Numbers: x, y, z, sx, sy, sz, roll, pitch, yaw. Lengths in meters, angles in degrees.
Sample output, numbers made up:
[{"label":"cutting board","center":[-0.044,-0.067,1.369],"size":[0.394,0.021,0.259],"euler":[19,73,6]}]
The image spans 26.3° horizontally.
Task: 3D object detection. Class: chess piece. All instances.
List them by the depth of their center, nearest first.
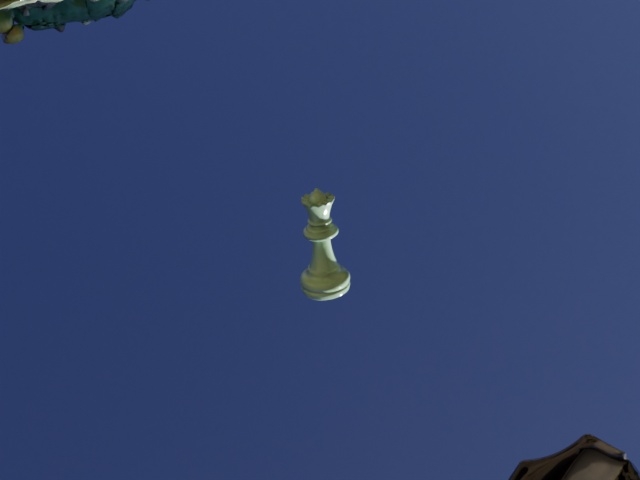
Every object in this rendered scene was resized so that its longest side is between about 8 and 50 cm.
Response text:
[{"label":"chess piece","center":[0.000,0.000,1.117],"size":[0.042,0.093,0.042],"euler":[-5,-153,3]}]

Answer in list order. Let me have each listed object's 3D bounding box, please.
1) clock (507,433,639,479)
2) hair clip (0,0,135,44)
[{"label":"clock","center":[0.159,0.265,0.991],"size":[0.083,0.186,0.253],"euler":[31,-100,32]},{"label":"hair clip","center":[-0.197,-0.200,0.842],"size":[0.138,0.091,0.321],"euler":[-20,-135,-21]}]
